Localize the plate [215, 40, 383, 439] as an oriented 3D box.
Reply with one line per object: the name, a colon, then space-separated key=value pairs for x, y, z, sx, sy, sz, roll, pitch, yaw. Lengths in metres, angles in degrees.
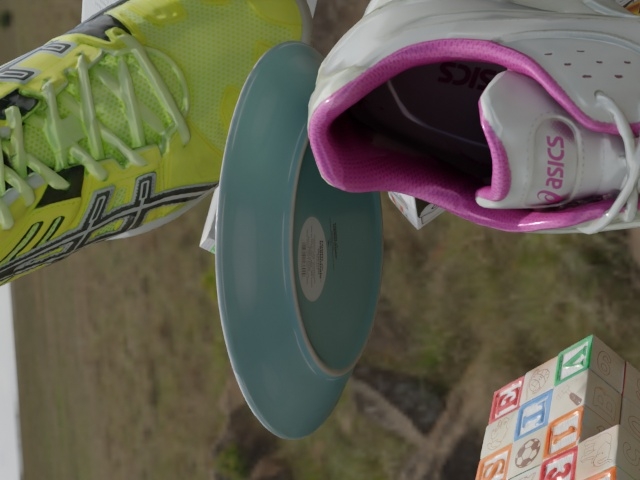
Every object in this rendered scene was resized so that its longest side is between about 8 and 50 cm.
plate: x=0.000 y=0.000 z=0.625 sx=0.188 sy=0.024 sz=0.188 roll=1 pitch=-90 yaw=-70

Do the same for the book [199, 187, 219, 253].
book: x=-0.041 y=0.001 z=1.286 sx=0.035 sy=0.144 sz=0.096 roll=-49 pitch=20 yaw=42

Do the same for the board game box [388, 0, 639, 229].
board game box: x=0.190 y=-0.144 z=1.195 sx=0.053 sy=0.305 sz=0.193 roll=52 pitch=175 yaw=19

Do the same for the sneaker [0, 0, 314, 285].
sneaker: x=-0.166 y=-0.043 z=0.803 sx=0.145 sy=0.384 sz=0.147 roll=58 pitch=175 yaw=-9

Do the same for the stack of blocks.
stack of blocks: x=0.209 y=0.222 z=1.091 sx=0.171 sy=0.087 sz=0.297 roll=-37 pitch=22 yaw=39

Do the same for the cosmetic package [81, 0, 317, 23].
cosmetic package: x=-0.104 y=-0.220 z=1.159 sx=0.151 sy=0.151 sz=0.184 roll=41 pitch=147 yaw=18

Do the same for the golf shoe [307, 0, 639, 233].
golf shoe: x=0.136 y=-0.036 z=0.513 sx=0.140 sy=0.306 sz=0.115 roll=-43 pitch=-44 yaw=-53
